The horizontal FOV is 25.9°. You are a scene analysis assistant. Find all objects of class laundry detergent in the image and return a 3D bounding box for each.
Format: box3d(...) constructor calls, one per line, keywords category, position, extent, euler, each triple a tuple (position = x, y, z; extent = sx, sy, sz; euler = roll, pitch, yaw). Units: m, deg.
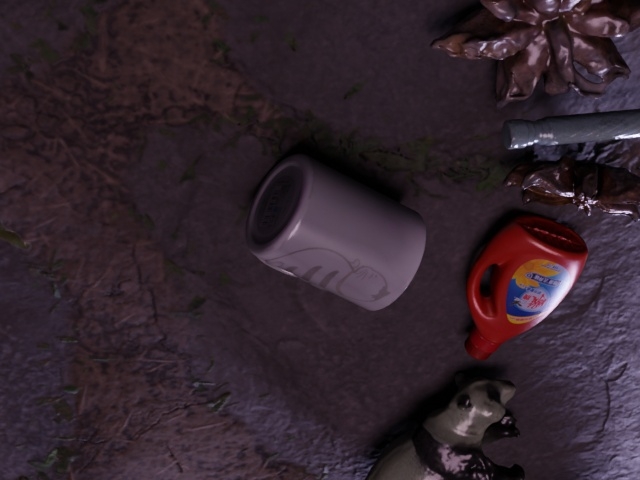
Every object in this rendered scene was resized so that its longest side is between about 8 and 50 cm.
box3d(category="laundry detergent", position=(0.180, 0.051, 1.332), extent=(0.097, 0.049, 0.165), euler=(19, 126, -15))

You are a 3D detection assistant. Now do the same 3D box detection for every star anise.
box3d(category="star anise", position=(0.183, -0.181, 1.120), extent=(0.195, 0.065, 0.182), euler=(-16, 131, 7))
box3d(category="star anise", position=(0.229, -0.048, 1.229), extent=(0.141, 0.141, 0.042), euler=(10, 84, -18))

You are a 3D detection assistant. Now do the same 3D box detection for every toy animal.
box3d(category="toy animal", position=(0.132, 0.230, 1.457), extent=(0.121, 0.094, 0.225), euler=(28, 123, -19))

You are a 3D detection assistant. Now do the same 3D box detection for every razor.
box3d(category="razor", position=(0.269, -0.097, 1.192), extent=(0.232, 0.068, 0.106), euler=(-7, 131, -12))

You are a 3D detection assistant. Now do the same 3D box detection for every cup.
box3d(category="cup", position=(0.003, 0.005, 1.228), extent=(0.133, 0.099, 0.136), euler=(26, 121, -29))
